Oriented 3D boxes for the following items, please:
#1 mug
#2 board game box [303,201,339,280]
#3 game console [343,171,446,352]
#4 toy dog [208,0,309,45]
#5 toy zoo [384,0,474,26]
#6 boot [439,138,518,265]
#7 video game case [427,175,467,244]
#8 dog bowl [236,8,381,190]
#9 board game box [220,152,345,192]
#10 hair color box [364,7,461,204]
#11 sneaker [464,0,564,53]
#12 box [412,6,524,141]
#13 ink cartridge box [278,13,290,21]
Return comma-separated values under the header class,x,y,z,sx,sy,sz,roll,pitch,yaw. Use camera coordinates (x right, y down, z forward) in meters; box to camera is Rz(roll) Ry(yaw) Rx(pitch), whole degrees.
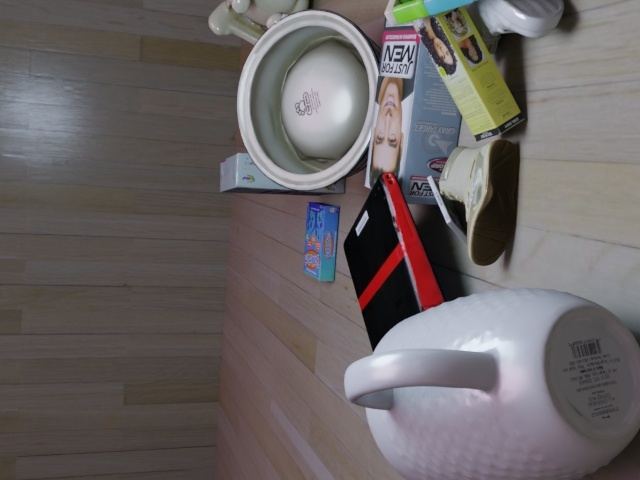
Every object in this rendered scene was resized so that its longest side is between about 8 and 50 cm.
class,x,y,z,sx,sy,sz,roll,pitch,yaw
mug,0.211,0.193,0.984,0.328,0.374,0.276,146,129,-60
board game box,0.000,0.000,2.121,0.160,0.047,0.210,-161,73,-70
game console,0.146,0.086,1.520,0.386,0.060,0.342,115,143,-66
toy dog,-0.127,-0.805,2.327,0.395,0.284,0.408,-55,6,-22
toy zoo,0.254,-0.440,1.162,0.293,0.030,0.192,-8,45,34
boot,0.267,-0.066,1.301,0.165,0.077,0.213,-170,88,-70
video game case,0.240,-0.056,1.384,0.011,0.087,0.122,-32,46,18
dog bowl,0.004,-0.320,1.734,0.408,0.150,0.408,3,95,34
board game box,-0.110,-0.179,2.065,0.224,0.303,0.098,-176,89,-71
hair color box,0.192,-0.272,1.486,0.185,0.113,0.375,-143,57,-67
sneaker,0.298,-0.359,1.235,0.292,0.108,0.169,-113,19,-49
box,0.245,-0.282,1.235,0.232,0.058,0.087,59,166,-6
ink cartridge box,-0.032,-0.440,2.032,0.197,0.198,0.270,142,127,-65
